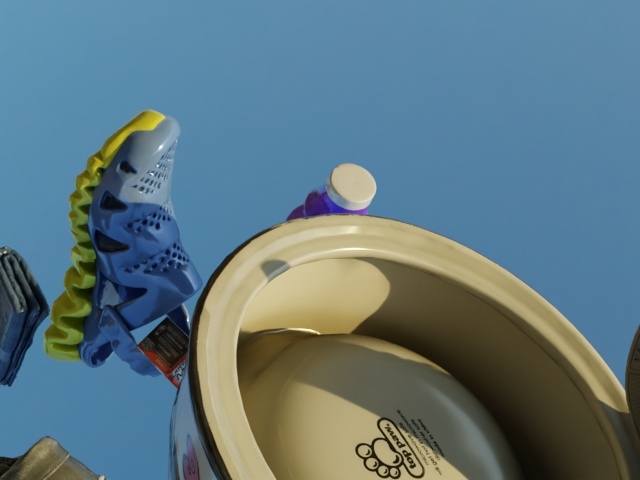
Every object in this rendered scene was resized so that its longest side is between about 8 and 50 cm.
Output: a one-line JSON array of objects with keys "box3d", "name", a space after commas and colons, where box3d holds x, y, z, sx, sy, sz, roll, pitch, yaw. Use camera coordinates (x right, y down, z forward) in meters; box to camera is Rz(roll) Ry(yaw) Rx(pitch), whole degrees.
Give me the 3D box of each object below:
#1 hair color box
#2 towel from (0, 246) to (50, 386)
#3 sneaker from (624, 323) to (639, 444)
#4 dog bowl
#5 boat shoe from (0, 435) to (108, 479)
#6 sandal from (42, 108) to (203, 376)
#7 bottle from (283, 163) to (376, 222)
[{"box3d": [-0.107, 0.141, 1.149, 0.043, 0.141, 0.072, -44, -146, -9], "name": "hair color box"}, {"box3d": [-0.246, 0.060, 0.937, 0.029, 0.119, 0.067, -15, -116, -34], "name": "towel"}, {"box3d": [0.291, 0.117, 0.899, 0.083, 0.222, 0.118, 7, -151, 35], "name": "sneaker"}, {"box3d": [0.063, 0.176, 0.937, 0.150, 0.408, 0.408, -55, -158, 39], "name": "dog bowl"}, {"box3d": [-0.190, 0.159, 0.703, 0.219, 0.070, 0.078, -31, -167, 46], "name": "boat shoe"}, {"box3d": [-0.169, 0.015, 1.149, 0.138, 0.317, 0.126, 27, -139, 10], "name": "sandal"}, {"box3d": [0.000, 0.000, 1.717, 0.118, 0.283, 0.092, 3, -125, -19], "name": "bottle"}]
